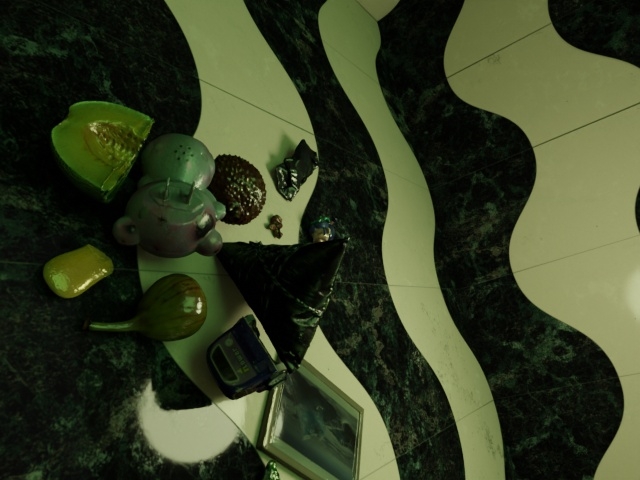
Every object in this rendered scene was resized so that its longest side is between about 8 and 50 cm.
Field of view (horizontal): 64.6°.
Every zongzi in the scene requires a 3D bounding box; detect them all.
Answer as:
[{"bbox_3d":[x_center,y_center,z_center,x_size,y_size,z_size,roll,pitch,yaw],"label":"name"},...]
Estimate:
[{"bbox_3d":[-0.062,0.082,1.333,0.319,0.362,0.383,19,23,-34],"label":"zongzi"}]

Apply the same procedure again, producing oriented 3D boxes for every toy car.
[{"bbox_3d":[-0.188,0.306,1.249,0.172,0.158,0.235,54,-17,21],"label":"toy car"}]

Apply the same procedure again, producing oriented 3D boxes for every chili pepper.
[{"bbox_3d":[-0.144,0.632,1.217,0.088,0.059,0.227,48,33,-23],"label":"chili pepper"}]

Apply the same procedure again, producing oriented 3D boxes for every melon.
[{"bbox_3d":[-0.507,-0.197,1.130,0.169,0.129,0.265,29,47,-17],"label":"melon"}]

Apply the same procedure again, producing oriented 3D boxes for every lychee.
[{"bbox_3d":[-0.245,-0.140,1.434,0.200,0.200,0.238,41,20,-38],"label":"lychee"}]

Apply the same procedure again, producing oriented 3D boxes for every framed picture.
[{"bbox_3d":[-0.007,0.555,1.517,0.446,0.028,0.326,47,35,-32],"label":"framed picture"}]

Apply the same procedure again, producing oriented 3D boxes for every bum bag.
[{"bbox_3d":[-0.086,-0.271,1.894,0.137,0.074,0.310,66,33,-27],"label":"bum bag"}]

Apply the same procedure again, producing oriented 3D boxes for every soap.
[{"bbox_3d":[-0.495,0.056,1.050,0.089,0.033,0.168,63,29,-13],"label":"soap"}]

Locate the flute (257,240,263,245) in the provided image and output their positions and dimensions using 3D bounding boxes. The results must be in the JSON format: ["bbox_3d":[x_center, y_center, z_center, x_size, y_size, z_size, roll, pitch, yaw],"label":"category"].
[{"bbox_3d":[-0.127,0.114,1.633,0.269,0.014,0.014,58,31,-16],"label":"flute"}]

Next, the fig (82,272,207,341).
[{"bbox_3d":[-0.363,0.158,1.094,0.259,0.151,0.151,-11,80,-56],"label":"fig"}]

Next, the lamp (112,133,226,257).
[{"bbox_3d":[-0.340,-0.112,1.203,0.247,0.247,0.301,12,58,-21],"label":"lamp"}]

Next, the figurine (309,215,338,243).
[{"bbox_3d":[0.000,0.000,1.845,0.102,0.111,0.195,24,52,-28],"label":"figurine"}]

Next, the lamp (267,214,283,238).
[{"bbox_3d":[-0.146,-0.051,1.697,0.063,0.031,0.083,51,29,-28],"label":"lamp"}]
